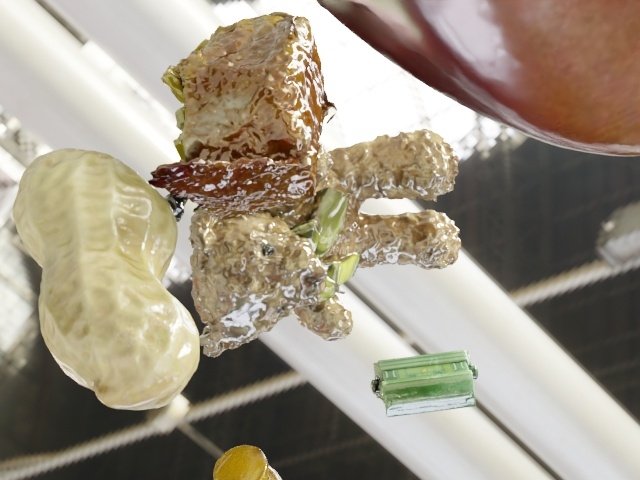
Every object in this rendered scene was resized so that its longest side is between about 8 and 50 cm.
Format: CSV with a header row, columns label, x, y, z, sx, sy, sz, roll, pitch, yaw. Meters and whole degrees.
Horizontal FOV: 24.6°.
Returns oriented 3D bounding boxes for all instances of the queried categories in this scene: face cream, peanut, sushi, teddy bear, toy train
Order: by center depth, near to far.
label,x,y,z,sx,sy,sz,roll,pitch,yaw
toy train,0.089,0.123,1.246,0.093,0.038,0.056,-7,-161,0
peanut,-0.180,0.029,1.251,0.136,0.120,0.298,-24,-133,0
face cream,-0.041,0.244,1.267,0.051,0.182,0.072,-41,-132,-16
sushi,-0.078,-0.110,1.355,0.179,0.167,0.296,-8,-136,11
teddy bear,0.010,0.000,1.604,0.296,0.246,0.222,-3,-149,3

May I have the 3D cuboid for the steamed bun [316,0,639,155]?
label,x,y,z,sx,sy,sz,roll,pitch,yaw
steamed bun,0.089,-0.204,0.689,0.248,0.379,0.235,-39,-142,-7
